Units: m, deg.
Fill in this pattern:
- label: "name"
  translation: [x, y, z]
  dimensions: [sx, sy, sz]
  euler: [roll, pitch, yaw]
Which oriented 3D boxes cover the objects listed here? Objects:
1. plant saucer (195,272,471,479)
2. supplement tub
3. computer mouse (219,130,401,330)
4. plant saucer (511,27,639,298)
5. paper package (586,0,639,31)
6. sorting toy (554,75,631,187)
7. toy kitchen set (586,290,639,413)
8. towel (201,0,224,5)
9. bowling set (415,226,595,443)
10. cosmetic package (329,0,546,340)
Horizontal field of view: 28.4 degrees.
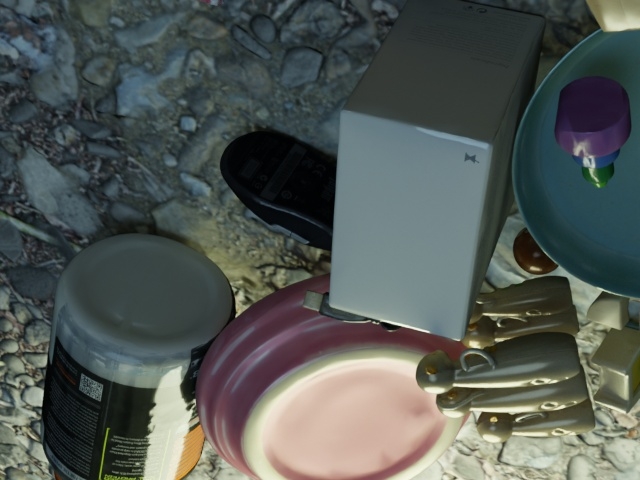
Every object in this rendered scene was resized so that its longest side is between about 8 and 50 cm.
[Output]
- label: "plant saucer"
  translation: [0.030, 0.179, 1.408]
  dimensions: [0.332, 0.084, 0.332]
  euler: [-7, 130, -8]
- label: "supplement tub"
  translation: [-0.227, 0.174, 1.521]
  dimensions: [0.207, 0.207, 0.338]
  euler: [22, 131, 5]
- label: "computer mouse"
  translation: [0.000, 0.000, 1.312]
  dimensions: [0.262, 0.184, 0.060]
  euler: [23, 145, 4]
- label: "plant saucer"
  translation: [0.332, -0.083, 1.152]
  dimensions: [0.318, 0.043, 0.317]
  euler: [1, 123, 2]
- label: "paper package"
  translation: [0.217, -0.345, 0.802]
  dimensions: [0.168, 0.309, 0.325]
  euler: [-8, 140, 30]
- label: "sorting toy"
  translation: [0.381, -0.066, 1.054]
  dimensions: [0.366, 0.127, 0.126]
  euler: [4, 146, 21]
- label: "toy kitchen set"
  translation: [0.396, 0.108, 1.300]
  dimensions: [0.207, 0.122, 0.166]
  euler: [18, 135, 35]
- label: "towel"
  translation: [-0.180, -0.315, 1.231]
  dimensions: [0.197, 0.029, 0.144]
  euler: [14, 131, 7]
- label: "bowling set"
  translation: [0.187, 0.092, 1.304]
  dimensions: [0.154, 0.199, 0.287]
  euler: [-9, 153, 12]
- label: "cosmetic package"
  translation: [0.107, -0.072, 1.174]
  dimensions: [0.138, 0.224, 0.224]
  euler: [13, 130, 12]
